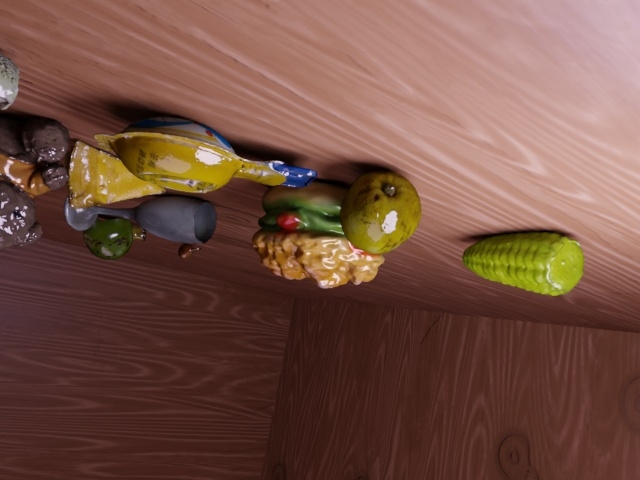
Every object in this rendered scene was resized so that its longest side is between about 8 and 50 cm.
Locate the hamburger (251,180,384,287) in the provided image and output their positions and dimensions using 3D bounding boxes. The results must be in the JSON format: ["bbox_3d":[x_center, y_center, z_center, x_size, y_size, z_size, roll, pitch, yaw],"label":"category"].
[{"bbox_3d":[0.000,0.000,0.842,0.236,0.149,0.237,12,170,2],"label":"hamburger"}]

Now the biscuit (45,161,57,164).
[{"bbox_3d":[-0.513,-0.139,0.944,0.087,0.027,0.089,4,168,31],"label":"biscuit"}]

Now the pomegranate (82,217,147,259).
[{"bbox_3d":[-0.593,-0.003,1.515,0.168,0.123,0.143,16,140,-14],"label":"pomegranate"}]

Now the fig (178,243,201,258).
[{"bbox_3d":[-0.447,0.034,1.805,0.083,0.050,0.050,-12,163,18],"label":"fig"}]

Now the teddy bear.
[{"bbox_3d":[-0.443,-0.084,0.721,0.176,0.190,0.140,10,165,-30],"label":"teddy bear"}]

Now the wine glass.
[{"bbox_3d":[-0.345,-0.032,1.162,0.309,0.097,0.264,6,167,17],"label":"wine glass"}]

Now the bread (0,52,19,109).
[{"bbox_3d":[-0.401,-0.173,0.531,0.231,0.064,0.172,13,170,-3],"label":"bread"}]

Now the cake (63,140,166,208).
[{"bbox_3d":[-0.346,-0.117,0.875,0.079,0.116,0.184,8,-158,38],"label":"cake"}]

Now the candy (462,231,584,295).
[{"bbox_3d":[0.316,0.033,0.862,0.096,0.097,0.209,17,174,-31],"label":"candy"}]

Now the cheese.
[{"bbox_3d":[-0.141,-0.098,0.669,0.270,0.070,0.177,10,171,-14],"label":"cheese"}]

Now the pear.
[{"bbox_3d":[0.077,-0.036,0.680,0.107,0.107,0.131,12,158,-7],"label":"pear"}]
